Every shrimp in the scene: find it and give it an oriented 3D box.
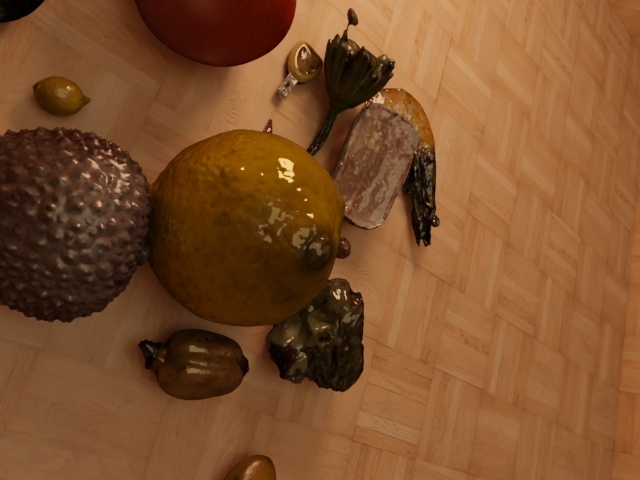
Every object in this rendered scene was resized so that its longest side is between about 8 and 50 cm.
[{"bbox_3d":[0.220,-0.194,1.438,0.272,0.085,0.445,-13,91,-35],"label":"shrimp"}]

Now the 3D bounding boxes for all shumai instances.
[{"bbox_3d":[-0.017,0.210,1.160,0.218,0.189,0.255,-11,109,-23],"label":"shumai"}]

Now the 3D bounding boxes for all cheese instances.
[{"bbox_3d":[-0.056,-0.394,1.251,0.086,0.036,0.162,46,58,-26],"label":"cheese"}]

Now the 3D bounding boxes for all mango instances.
[{"bbox_3d":[-0.148,0.520,1.046,0.137,0.098,0.195,44,53,-25],"label":"mango"}]

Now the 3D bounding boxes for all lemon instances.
[{"bbox_3d":[-0.127,-0.018,0.940,0.350,0.387,0.349,-21,122,-37],"label":"lemon"},{"bbox_3d":[-0.436,-0.243,0.899,0.092,0.065,0.065,4,83,-46],"label":"lemon"}]

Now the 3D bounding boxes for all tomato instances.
[{"bbox_3d":[-0.196,-0.483,0.987,0.321,0.321,0.321,5,83,-40],"label":"tomato"}]

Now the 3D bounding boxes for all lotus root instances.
[{"bbox_3d":[-0.237,0.228,0.986,0.221,0.118,0.125,15,44,-36],"label":"lotus root"}]

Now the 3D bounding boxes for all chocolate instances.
[{"bbox_3d":[0.115,-0.179,1.308,0.185,0.100,0.303,30,80,-21],"label":"chocolate"}]

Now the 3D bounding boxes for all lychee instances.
[{"bbox_3d":[-0.384,-0.031,0.772,0.300,0.300,0.300,5,83,-40],"label":"lychee"}]

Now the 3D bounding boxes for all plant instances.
[{"bbox_3d":[0.023,-0.348,1.283,0.180,0.333,0.251,44,10,6],"label":"plant"}]

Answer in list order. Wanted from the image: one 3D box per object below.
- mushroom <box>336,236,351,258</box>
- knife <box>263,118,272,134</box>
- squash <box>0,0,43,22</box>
[{"bbox_3d":[0.000,0.000,1.139,0.148,0.217,0.227,33,65,-32],"label":"mushroom"},{"bbox_3d":[-0.137,-0.160,1.171,0.035,0.018,0.247,28,68,-32],"label":"knife"},{"bbox_3d":[-0.507,-0.421,0.801,0.193,0.156,0.193,38,39,-40],"label":"squash"}]
